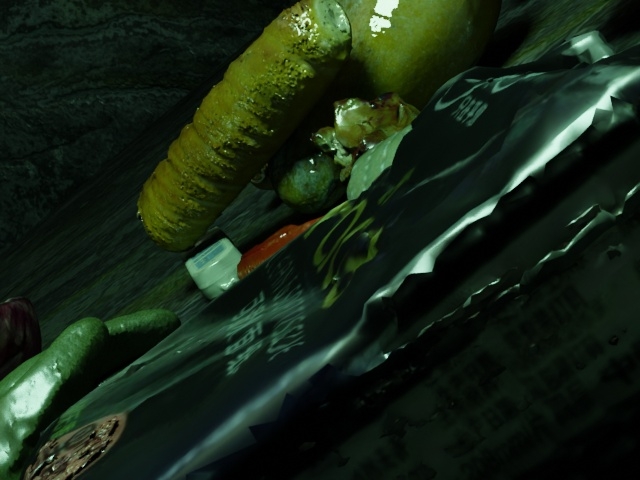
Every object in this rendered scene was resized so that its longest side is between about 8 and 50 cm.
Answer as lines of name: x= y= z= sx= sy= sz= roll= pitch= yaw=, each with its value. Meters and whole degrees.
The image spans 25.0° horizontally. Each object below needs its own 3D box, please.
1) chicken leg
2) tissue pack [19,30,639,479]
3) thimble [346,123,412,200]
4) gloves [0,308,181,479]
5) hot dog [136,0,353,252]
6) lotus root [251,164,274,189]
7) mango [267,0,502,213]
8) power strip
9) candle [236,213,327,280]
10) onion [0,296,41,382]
chicken leg: x=0.037 y=-0.064 z=1.048 sx=0.093 sy=0.070 sz=0.178 roll=3 pitch=18 yaw=1
tissue pack: x=0.019 y=0.043 z=0.576 sx=0.332 sy=0.123 sz=0.245 roll=-37 pitch=14 yaw=5
thimble: x=0.066 y=-0.025 z=0.797 sx=0.062 sy=0.084 sz=0.110 roll=-28 pitch=2 yaw=35
gloves: x=-0.154 y=0.135 z=0.781 sx=0.107 sy=0.135 sz=0.268 roll=20 pitch=49 yaw=27
hot dog: x=-0.071 y=-0.092 z=1.192 sx=0.289 sy=0.068 sz=0.083 roll=-47 pitch=42 yaw=37
lotus root: x=-0.027 y=-0.090 z=1.396 sx=0.150 sy=0.062 sz=0.073 roll=-41 pitch=-13 yaw=-48
mango: x=0.049 y=-0.155 z=1.246 sx=0.193 sy=0.146 sz=0.316 roll=-8 pitch=52 yaw=63
power strip: x=-0.093 y=0.018 z=1.255 sx=0.047 sy=0.030 sz=0.191 roll=-38 pitch=12 yaw=-3
candle: x=0.000 y=0.000 z=0.993 sx=0.162 sy=0.048 sz=0.053 roll=-25 pitch=46 yaw=43
onion: x=-0.332 y=0.157 z=1.217 sx=0.250 sy=0.111 sz=0.247 roll=-32 pitch=3 yaw=-6
